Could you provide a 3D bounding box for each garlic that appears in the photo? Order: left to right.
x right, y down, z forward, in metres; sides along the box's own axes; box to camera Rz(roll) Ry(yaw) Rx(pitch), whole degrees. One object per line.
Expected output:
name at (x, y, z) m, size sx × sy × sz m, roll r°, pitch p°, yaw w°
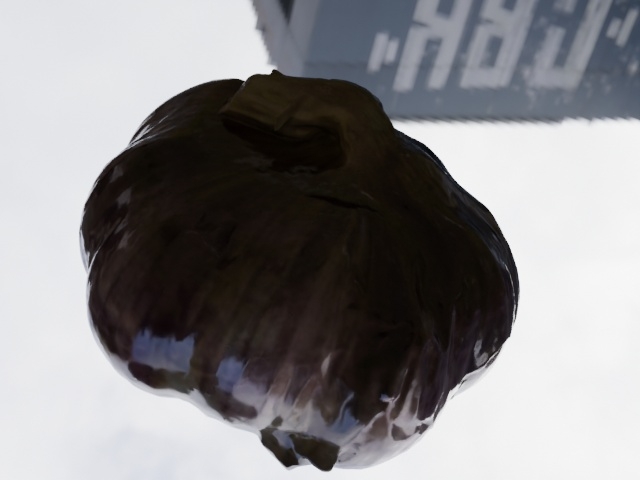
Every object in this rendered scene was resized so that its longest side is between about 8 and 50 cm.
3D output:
garlic at (0.000, 0.000, 0.745) m, size 0.245 × 0.160 × 0.245 m, roll 20°, pitch -152°, yaw -11°
